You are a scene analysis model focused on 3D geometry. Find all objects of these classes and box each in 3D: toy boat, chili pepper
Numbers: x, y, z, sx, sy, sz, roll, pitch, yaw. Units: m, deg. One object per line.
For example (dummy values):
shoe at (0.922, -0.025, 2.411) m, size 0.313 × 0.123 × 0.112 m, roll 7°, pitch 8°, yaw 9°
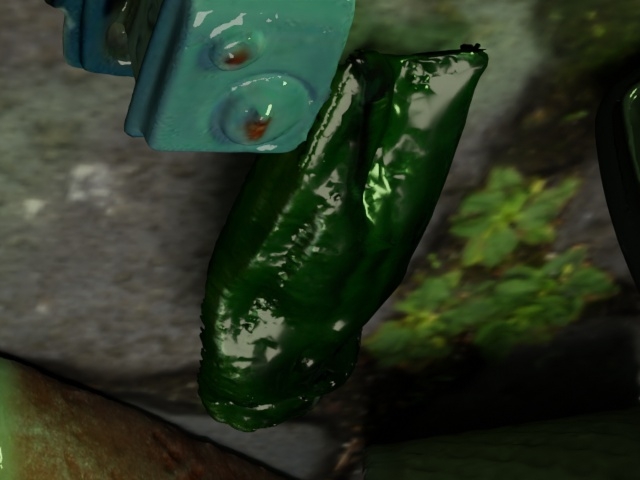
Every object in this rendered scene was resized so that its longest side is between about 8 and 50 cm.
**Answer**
toy boat at (-0.014, -0.117, 0.484) m, size 0.109 × 0.098 × 0.238 m, roll 0°, pitch 142°, yaw -21°
chili pepper at (0.001, 0.002, 0.667) m, size 0.098 × 0.061 × 0.224 m, roll -23°, pitch 154°, yaw -32°

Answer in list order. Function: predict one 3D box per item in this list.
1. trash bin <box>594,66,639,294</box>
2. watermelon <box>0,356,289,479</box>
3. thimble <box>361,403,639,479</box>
trash bin at (0.231, 0.051, 0.690) m, size 0.182 × 0.209 × 0.290 m, roll -26°, pitch 137°, yaw 13°
watermelon at (-0.104, 0.187, 0.800) m, size 0.293 × 0.283 × 0.250 m, roll -34°, pitch 162°, yaw -12°
thimble at (0.110, 0.211, 0.824) m, size 0.150 × 0.270 × 0.271 m, roll -8°, pitch 144°, yaw 1°
